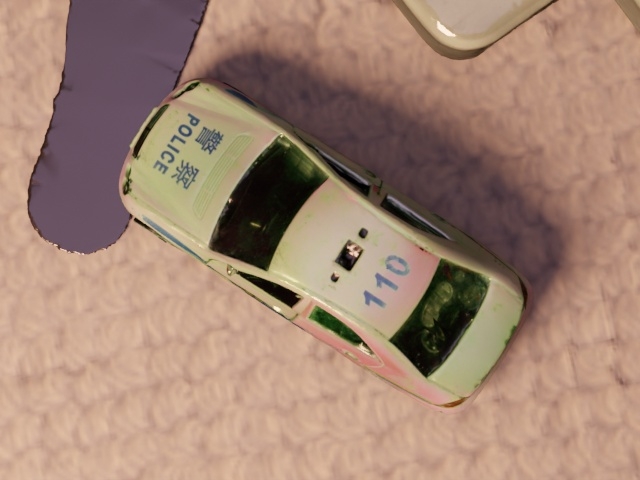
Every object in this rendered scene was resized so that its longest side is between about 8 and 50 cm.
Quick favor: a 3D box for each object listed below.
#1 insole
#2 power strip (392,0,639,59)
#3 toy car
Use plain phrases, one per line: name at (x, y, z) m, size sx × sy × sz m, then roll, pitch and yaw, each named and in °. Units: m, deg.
insole at (-0.107, -0.105, 0.885) m, size 0.080 × 0.003 × 0.232 m, roll 12°, pitch 87°, yaw 2°
power strip at (0.159, -0.187, 0.861) m, size 0.265 × 0.059 × 0.193 m, roll -36°, pitch 87°, yaw -2°
toy car at (0.000, 0.000, 0.842) m, size 0.224 × 0.076 × 0.090 m, roll 33°, pitch 89°, yaw 2°
